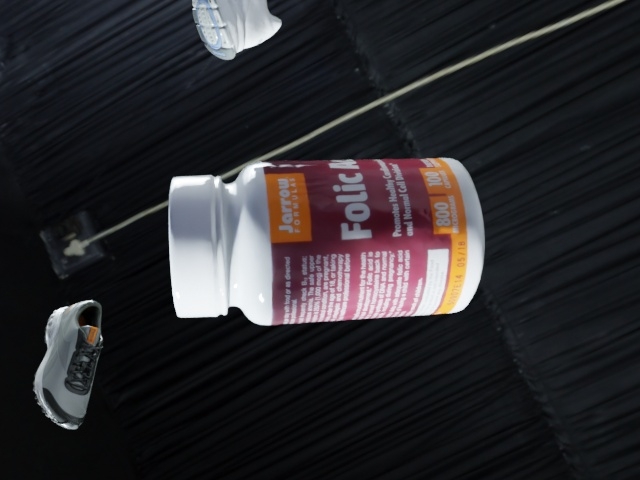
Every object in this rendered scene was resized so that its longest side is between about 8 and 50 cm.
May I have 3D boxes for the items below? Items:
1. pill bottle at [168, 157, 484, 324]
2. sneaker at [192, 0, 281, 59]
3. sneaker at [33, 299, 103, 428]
[{"bbox_3d":[0.000,0.000,0.842,0.224,0.392,0.224,177,90,-81],"label":"pill bottle"},{"bbox_3d":[-0.150,-0.436,0.930,0.111,0.129,0.297,21,132,52],"label":"sneaker"},{"bbox_3d":[-0.479,0.231,1.190,0.100,0.108,0.271,41,-152,-47],"label":"sneaker"}]
